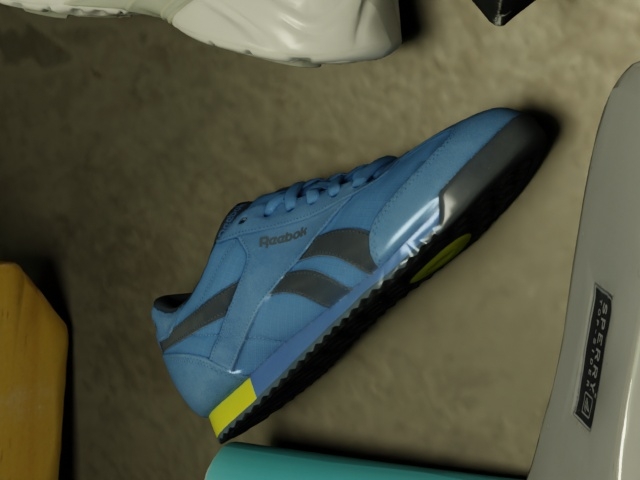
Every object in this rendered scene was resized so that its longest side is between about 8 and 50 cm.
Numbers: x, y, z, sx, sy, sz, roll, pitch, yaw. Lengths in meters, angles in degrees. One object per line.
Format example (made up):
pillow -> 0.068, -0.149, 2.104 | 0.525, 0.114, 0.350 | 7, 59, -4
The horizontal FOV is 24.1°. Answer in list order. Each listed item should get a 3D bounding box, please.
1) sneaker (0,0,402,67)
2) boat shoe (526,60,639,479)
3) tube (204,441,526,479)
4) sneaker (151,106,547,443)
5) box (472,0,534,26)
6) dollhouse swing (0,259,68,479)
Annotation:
sneaker -> -0.067, -0.144, 0.614 | 0.232, 0.090, 0.115 | 13, 104, 20
boat shoe -> 0.130, 0.069, 0.534 | 0.088, 0.096, 0.268 | 4, 102, -11
tube -> 0.051, 0.127, 0.628 | 0.207, 0.052, 0.080 | 6, 110, 22
sneaker -> 0.000, 0.000, 0.612 | 0.209, 0.069, 0.082 | -42, 75, 34
box -> 0.013, -0.217, 0.460 | 0.103, 0.184, 0.261 | -38, 80, -1
dollhouse swing -> -0.310, 0.180, 0.706 | 0.315, 0.347, 0.305 | -8, 90, 35
